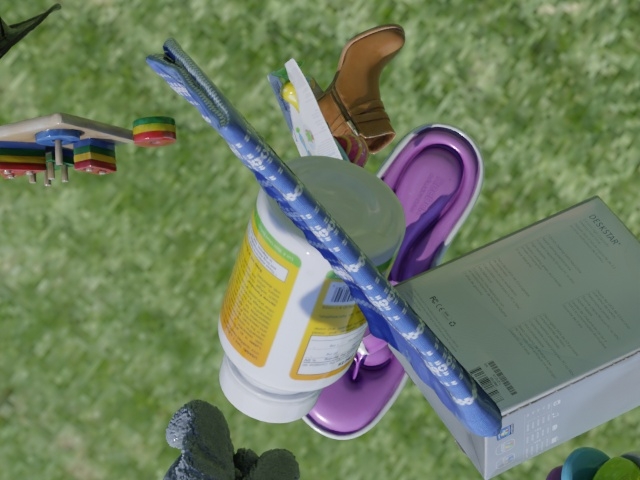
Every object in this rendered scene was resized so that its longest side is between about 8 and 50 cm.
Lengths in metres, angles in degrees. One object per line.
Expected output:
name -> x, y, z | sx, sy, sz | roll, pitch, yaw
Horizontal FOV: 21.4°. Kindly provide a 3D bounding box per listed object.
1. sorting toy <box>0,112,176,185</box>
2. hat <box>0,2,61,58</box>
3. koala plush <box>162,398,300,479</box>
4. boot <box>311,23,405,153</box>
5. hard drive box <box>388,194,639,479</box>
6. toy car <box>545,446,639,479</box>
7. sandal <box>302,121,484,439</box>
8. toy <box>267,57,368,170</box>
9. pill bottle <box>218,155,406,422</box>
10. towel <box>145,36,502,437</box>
sorting toy -> -0.296, -0.092, 1.810 | 0.275, 0.046, 0.132 | -9, 170, 28
hat -> -0.462, -0.239, 1.953 | 0.331, 0.331, 0.134 | -5, 118, 54
koala plush -> -0.167, 0.369, 2.251 | 0.196, 0.203, 0.221 | 34, 118, -13
boot -> 0.067, -0.196, 2.332 | 0.073, 0.197, 0.152 | 43, -171, -51
hard drive box -> 0.202, 0.083, 1.530 | 0.181, 0.232, 0.089 | 55, 162, 39
toy car -> 0.344, 0.338, 2.139 | 0.136, 0.159, 0.182 | 32, 135, 38
sandal -> 0.071, 0.038, 2.062 | 0.169, 0.416, 0.102 | 22, 173, 1
toy -> 0.020, -0.099, 1.933 | 0.237, 0.056, 0.137 | 62, 165, -4
pill bottle -> -0.019, 0.053, 1.574 | 0.136, 0.136, 0.245 | 30, 131, 11
towel -> 0.000, 0.000, 1.288 | 0.336, 0.040, 0.243 | 49, 180, -26
